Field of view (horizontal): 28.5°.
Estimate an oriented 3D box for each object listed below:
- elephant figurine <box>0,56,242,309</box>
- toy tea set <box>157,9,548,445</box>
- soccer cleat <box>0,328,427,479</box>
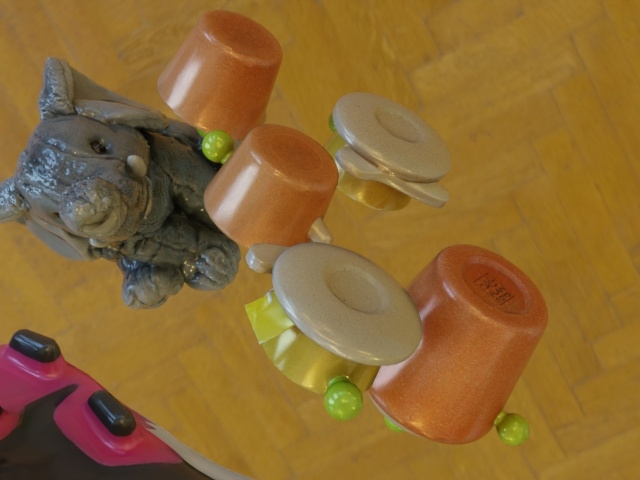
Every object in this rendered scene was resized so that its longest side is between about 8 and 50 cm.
[{"bbox_3d":[-0.159,-0.049,0.902,0.186,0.239,0.169,-14,72,27],"label":"elephant figurine"},{"bbox_3d":[0.000,0.000,0.782,0.200,0.336,0.124,9,128,-31],"label":"toy tea set"},{"bbox_3d":[-0.051,0.131,0.420,0.331,0.116,0.143,14,127,22],"label":"soccer cleat"}]
